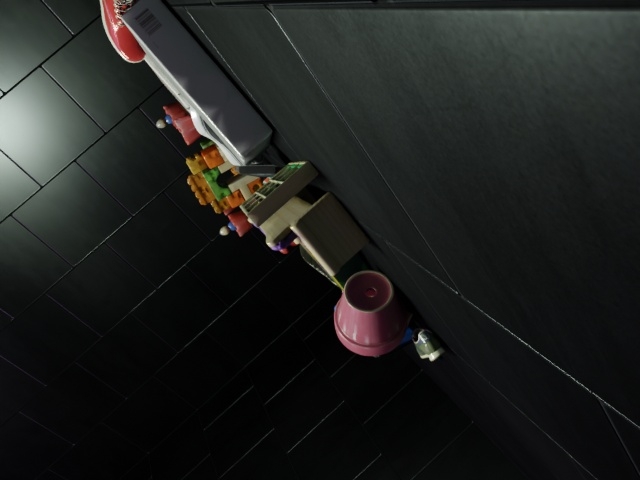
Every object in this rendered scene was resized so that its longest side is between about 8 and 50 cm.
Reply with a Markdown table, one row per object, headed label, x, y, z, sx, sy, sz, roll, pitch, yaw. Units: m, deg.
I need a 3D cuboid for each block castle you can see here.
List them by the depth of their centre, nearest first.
| label | x | y | z | sx | sy | sz | roll | pitch | yaw |
| --- | --- | --- | --- | --- | --- | --- | --- | --- | --- |
| block castle | -0.358 | -0.251 | 1.874 | 0.303 | 0.212 | 0.454 | 46 | 164 | 56 |

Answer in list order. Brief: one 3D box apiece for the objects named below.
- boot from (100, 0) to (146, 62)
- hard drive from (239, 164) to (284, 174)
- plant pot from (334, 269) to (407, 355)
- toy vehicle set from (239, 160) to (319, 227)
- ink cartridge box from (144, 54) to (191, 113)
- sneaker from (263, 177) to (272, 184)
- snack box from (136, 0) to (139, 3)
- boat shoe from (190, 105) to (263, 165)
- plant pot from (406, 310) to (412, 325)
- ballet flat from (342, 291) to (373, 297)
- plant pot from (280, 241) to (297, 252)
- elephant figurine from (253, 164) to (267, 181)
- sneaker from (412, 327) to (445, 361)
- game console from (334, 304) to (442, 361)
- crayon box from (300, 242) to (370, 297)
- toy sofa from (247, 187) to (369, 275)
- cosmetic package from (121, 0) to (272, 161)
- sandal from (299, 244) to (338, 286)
| label | x | y | z | sx | sy | sz | roll | pitch | yaw |
| --- | --- | --- | --- | --- | --- | --- | --- | --- | --- |
| boot | -0.454 | -0.526 | 1.280 | 0.176 | 0.088 | 0.245 | 40 | 148 | 50 |
| hard drive | -0.139 | -0.176 | 1.409 | 0.135 | 0.094 | 0.022 | -12 | -78 | -77 |
| plant pot | 0.131 | 0.180 | 1.474 | 0.201 | 0.201 | 0.180 | 46 | 160 | 33 |
| toy vehicle set | -0.099 | -0.109 | 1.220 | 0.035 | 0.166 | 0.267 | 49 | 176 | -13 |
| ink cartridge box | -0.385 | -0.452 | 1.548 | 0.172 | 0.100 | 0.237 | 48 | 177 | 6 |
| sneaker | -0.151 | -0.164 | 2.002 | 0.161 | 0.075 | 0.057 | 50 | 176 | -22 |
| snack box | -0.500 | -0.595 | 1.418 | 0.037 | 0.100 | 0.141 | 52 | 176 | -34 |
| boat shoe | -0.255 | -0.308 | 1.565 | 0.102 | 0.108 | 0.301 | 7 | 155 | 25 |
| plant pot | 0.189 | 0.241 | 1.594 | 0.096 | 0.109 | 0.109 | 36 | 155 | 18 |
| ballet flat | 0.163 | 0.174 | 1.782 | 0.316 | 0.107 | 0.106 | 36 | 149 | 51 |
| plant pot | -0.133 | -0.059 | 2.159 | 0.191 | 0.174 | 0.191 | 49 | 174 | 6 |
| elephant figurine | -0.252 | -0.214 | 2.370 | 0.240 | 0.185 | 0.169 | 59 | -142 | -8 |
| sneaker | 0.289 | 0.276 | 1.520 | 0.086 | 0.064 | 0.192 | 56 | 177 | 7 |
| game console | 0.220 | 0.307 | 1.824 | 0.293 | 0.250 | 0.174 | 43 | 148 | 54 |
| crayon box | 0.000 | 0.000 | 1.686 | 0.363 | 0.106 | 0.313 | 47 | 177 | 37 |
| toy sofa | -0.043 | -0.028 | 1.327 | 0.150 | 0.177 | 0.362 | 50 | 175 | -19 |
| cosmetic package | -0.269 | -0.350 | 1.281 | 0.377 | 0.097 | 0.284 | 49 | 175 | -7 |
| sandal | 0.028 | 0.083 | 2.226 | 0.303 | 0.120 | 0.086 | 47 | -170 | 19 |
